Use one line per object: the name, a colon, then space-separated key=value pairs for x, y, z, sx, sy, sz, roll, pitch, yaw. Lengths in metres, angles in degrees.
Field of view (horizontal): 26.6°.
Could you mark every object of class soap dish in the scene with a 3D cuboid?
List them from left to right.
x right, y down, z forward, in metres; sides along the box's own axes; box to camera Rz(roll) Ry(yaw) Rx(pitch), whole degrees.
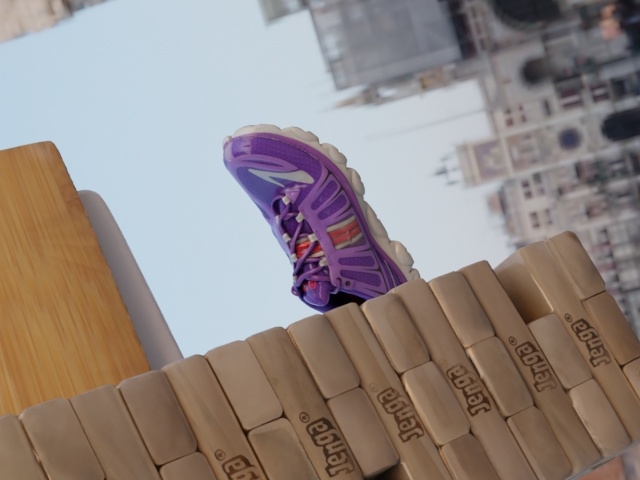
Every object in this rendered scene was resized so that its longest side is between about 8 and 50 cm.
soap dish: x=-0.161 y=0.109 z=0.665 sx=0.229 sy=0.118 sz=0.291 roll=-66 pitch=31 yaw=22

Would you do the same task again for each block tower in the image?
block tower: x=-0.012 y=0.085 z=0.479 sx=0.335 sy=0.091 sz=0.097 roll=-18 pitch=-108 yaw=-38

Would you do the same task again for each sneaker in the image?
sneaker: x=0.000 y=0.000 z=0.828 sx=0.170 sy=0.068 sz=0.071 roll=49 pitch=-134 yaw=-19
